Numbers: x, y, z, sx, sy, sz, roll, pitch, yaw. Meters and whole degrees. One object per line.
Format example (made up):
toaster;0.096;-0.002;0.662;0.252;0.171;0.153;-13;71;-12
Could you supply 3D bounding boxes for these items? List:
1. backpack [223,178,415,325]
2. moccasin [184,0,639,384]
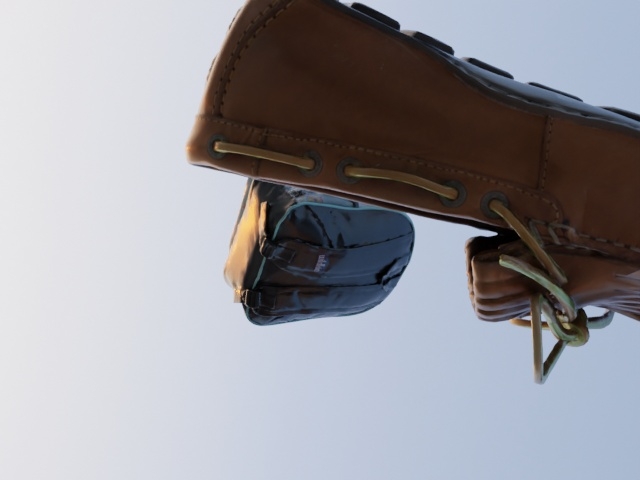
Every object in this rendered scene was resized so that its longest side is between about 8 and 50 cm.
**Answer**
backpack;0.000;0.000;0.965;0.144;0.188;0.166;-121;-138;-50
moccasin;0.108;-0.009;0.481;0.380;0.139;0.147;24;-90;0
